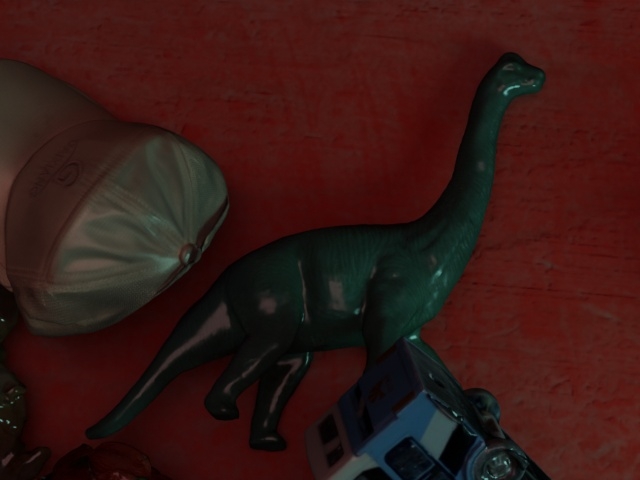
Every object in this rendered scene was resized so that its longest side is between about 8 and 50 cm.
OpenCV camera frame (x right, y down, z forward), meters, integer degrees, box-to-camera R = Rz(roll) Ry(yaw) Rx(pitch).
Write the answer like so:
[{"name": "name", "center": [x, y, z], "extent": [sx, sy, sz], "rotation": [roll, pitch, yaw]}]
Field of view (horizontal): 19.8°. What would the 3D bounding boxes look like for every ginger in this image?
[{"name": "ginger", "center": [-0.297, 0.068, 1.526], "extent": [0.122, 0.084, 0.290], "rotation": [-14, 83, 23]}]

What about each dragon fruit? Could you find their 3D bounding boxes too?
[{"name": "dragon fruit", "center": [-0.169, 0.225, 1.455], "extent": [0.121, 0.142, 0.130], "rotation": [-2, 83, -4]}]

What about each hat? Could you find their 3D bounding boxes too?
[{"name": "hat", "center": [-0.204, -0.057, 1.471], "extent": [0.226, 0.164, 0.219], "rotation": [45, 65, -18]}]

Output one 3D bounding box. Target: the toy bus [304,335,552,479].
[{"name": "toy bus", "center": [0.128, 0.214, 1.392], "extent": [0.131, 0.106, 0.297], "rotation": [-40, 113, 9]}]

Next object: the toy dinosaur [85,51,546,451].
[{"name": "toy dinosaur", "center": [0.000, 0.000, 1.517], "extent": [0.383, 0.129, 0.331], "rotation": [-1, 70, 4]}]
